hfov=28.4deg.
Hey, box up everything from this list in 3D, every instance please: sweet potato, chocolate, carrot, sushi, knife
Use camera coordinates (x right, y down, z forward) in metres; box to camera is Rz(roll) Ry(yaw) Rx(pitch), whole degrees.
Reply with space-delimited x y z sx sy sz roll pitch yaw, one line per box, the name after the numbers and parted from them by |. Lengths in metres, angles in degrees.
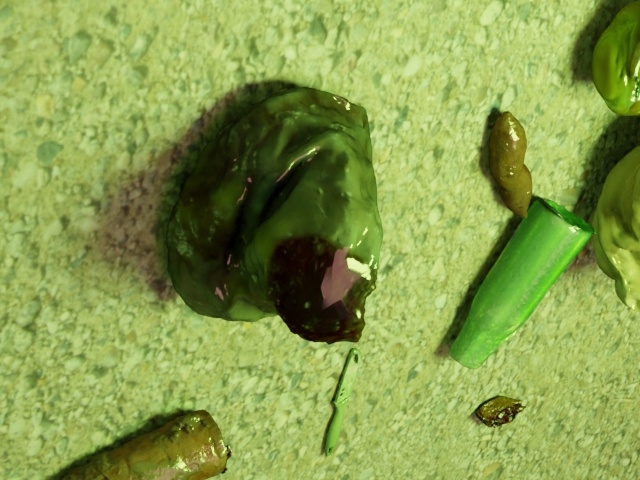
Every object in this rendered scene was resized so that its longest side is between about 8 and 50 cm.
0.276 -0.100 1.832 0.065 0.051 0.218 -37 139 -18 | sweet potato
0.300 0.074 1.966 0.110 0.110 0.291 17 112 -48 | chocolate
-0.251 0.307 1.660 0.263 0.102 0.102 -19 133 -23 | carrot
0.311 0.301 2.198 0.099 0.047 0.050 -23 138 -26 | sushi
0.030 0.248 1.923 0.030 0.014 0.207 -9 126 -38 | knife

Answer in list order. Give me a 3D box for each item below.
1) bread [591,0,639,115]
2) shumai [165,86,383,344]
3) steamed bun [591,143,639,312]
0.540 -0.272 1.887 0.383 0.112 0.166 -5 114 -41 | bread
0.000 0.000 1.494 0.304 0.263 0.309 -13 129 -33 | shumai
0.613 -0.052 1.971 0.372 0.325 0.230 -57 -174 37 | steamed bun
